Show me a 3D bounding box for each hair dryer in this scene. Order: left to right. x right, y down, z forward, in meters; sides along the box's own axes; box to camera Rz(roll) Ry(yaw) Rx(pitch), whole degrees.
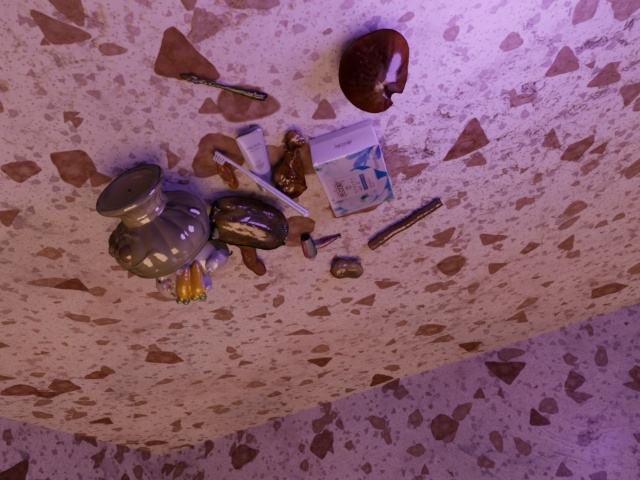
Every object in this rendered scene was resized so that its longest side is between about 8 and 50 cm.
[{"bbox_3d":[0.003,0.003,1.990,0.154,0.054,0.106,-18,141,-7],"label":"hair dryer"}]

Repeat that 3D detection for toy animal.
[{"bbox_3d":[-0.460,0.086,1.822,0.183,0.247,0.310,37,109,-27],"label":"toy animal"}]

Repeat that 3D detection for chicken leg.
[{"bbox_3d":[-0.087,-0.230,1.611,0.107,0.087,0.251,-9,139,-19],"label":"chicken leg"}]

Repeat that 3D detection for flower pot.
[{"bbox_3d":[-0.502,-0.066,1.556,0.307,0.307,0.244,-18,128,10],"label":"flower pot"}]

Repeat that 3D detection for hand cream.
[{"bbox_3d":[-0.188,-0.236,1.592,0.079,0.048,0.255,-30,147,-11],"label":"hand cream"}]

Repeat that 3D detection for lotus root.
[{"bbox_3d":[-0.234,-0.056,1.744,0.274,0.152,0.160,18,139,-22],"label":"lotus root"}]

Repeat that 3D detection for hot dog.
[{"bbox_3d":[-0.288,-0.204,1.630,0.044,0.028,0.137,-7,146,7],"label":"hot dog"}]

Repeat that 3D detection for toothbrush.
[{"bbox_3d":[-0.175,-0.168,1.600,0.342,0.025,0.030,31,100,-17],"label":"toothbrush"}]

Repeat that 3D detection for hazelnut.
[{"bbox_3d":[0.137,-0.422,1.314,0.178,0.178,0.204,23,116,-39],"label":"hazelnut"}]

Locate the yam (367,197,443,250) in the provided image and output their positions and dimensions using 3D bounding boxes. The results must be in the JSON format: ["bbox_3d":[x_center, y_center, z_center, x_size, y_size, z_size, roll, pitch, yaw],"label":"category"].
[{"bbox_3d":[0.312,-0.061,1.978,0.327,0.045,0.045,-35,107,28],"label":"yam"}]

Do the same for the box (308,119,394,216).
[{"bbox_3d":[0.101,-0.216,1.641,0.203,0.116,0.274,-16,145,8],"label":"box"}]

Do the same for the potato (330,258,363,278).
[{"bbox_3d":[0.105,0.116,2.141,0.138,0.070,0.091,4,141,-22],"label":"potato"}]

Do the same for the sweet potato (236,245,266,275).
[{"bbox_3d":[-0.264,0.047,1.954,0.067,0.059,0.281,-24,146,-4],"label":"sweet potato"}]

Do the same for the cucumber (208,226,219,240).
[{"bbox_3d":[-0.432,-0.014,1.691,0.256,0.043,0.044,-4,-174,24],"label":"cucumber"}]

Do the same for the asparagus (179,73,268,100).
[{"bbox_3d":[-0.248,-0.398,1.378,0.232,0.023,0.022,8,96,-26],"label":"asparagus"}]
